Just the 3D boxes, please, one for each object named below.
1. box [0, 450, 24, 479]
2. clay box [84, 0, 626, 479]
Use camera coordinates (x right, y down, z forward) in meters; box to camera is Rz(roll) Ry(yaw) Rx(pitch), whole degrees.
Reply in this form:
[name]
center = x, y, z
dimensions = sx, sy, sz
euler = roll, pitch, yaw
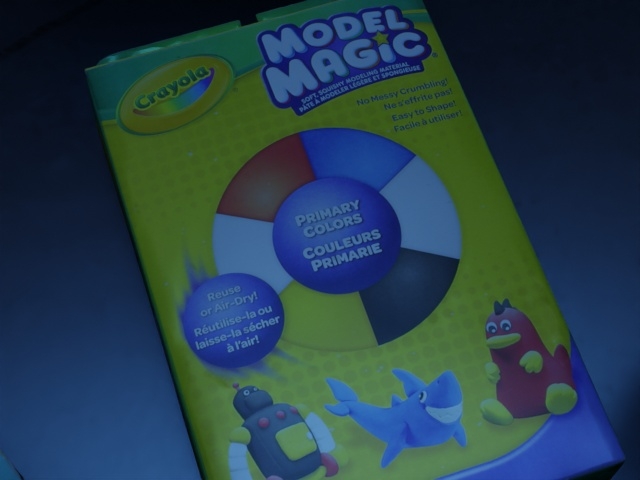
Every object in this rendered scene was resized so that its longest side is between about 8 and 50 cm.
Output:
[box]
center = -0.131, 0.043, 0.321
dimensions = 0.100, 0.244, 0.060
euler = 41, 71, 17
[clay box]
center = 0.000, 0.000, 0.447
dimensions = 0.127, 0.053, 0.222
euler = -17, 67, -8
